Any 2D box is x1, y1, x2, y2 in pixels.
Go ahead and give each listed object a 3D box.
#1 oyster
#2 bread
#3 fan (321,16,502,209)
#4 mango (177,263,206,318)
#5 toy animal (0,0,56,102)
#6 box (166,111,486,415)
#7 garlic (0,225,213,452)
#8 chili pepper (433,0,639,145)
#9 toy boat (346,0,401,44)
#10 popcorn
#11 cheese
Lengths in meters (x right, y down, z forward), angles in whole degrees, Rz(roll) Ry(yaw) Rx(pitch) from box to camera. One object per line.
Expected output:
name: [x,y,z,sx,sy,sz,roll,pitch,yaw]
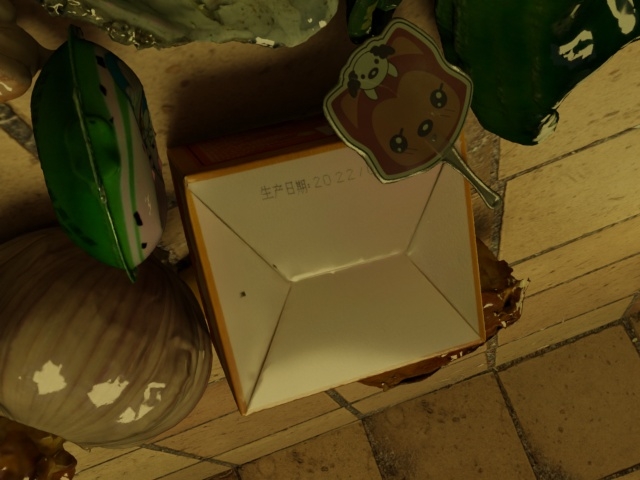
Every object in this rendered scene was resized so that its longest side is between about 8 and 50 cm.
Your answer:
oyster: [-0.094,-0.206,0.579,0.252,0.087,0.199,-26,147,-5]
bread: [0.193,0.129,1.373,0.336,0.204,0.358,-16,158,-42]
fan: [0.104,-0.101,0.714,0.220,0.009,0.132,43,91,-21]
mango: [-0.089,0.056,1.109,0.316,0.119,0.176,-17,154,15]
toy animal: [-0.310,-0.119,0.589,0.185,0.104,0.184,-33,162,17]
box: [0.000,0.000,0.830,0.283,0.260,0.214,-14,-160,-12]
garlic: [-0.275,0.112,0.912,0.259,0.317,0.317,-61,152,-3]
chili pepper: [0.223,-0.215,0.715,0.213,0.168,0.385,-20,159,7]
toy boat: [0.060,-0.237,0.635,0.104,0.052,0.210,-58,180,-18]
popcorn: [-0.613,0.437,1.357,0.332,0.265,0.225,2,158,-5]
cheese: [-0.176,-0.070,0.628,0.083,0.204,0.320,-13,-174,-9]
